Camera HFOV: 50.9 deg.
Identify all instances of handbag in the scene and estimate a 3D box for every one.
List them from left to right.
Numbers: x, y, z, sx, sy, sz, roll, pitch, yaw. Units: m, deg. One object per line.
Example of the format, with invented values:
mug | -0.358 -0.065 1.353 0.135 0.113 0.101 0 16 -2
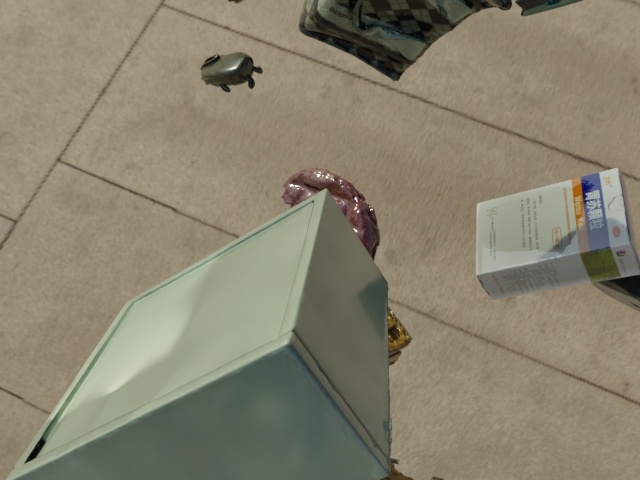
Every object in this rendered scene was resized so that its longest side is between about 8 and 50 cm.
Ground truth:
handbag | -0.147 -0.266 1.055 0.111 0.047 0.072 5 57 35
handbag | 0.182 -0.520 1.445 0.316 0.416 0.180 26 67 -21

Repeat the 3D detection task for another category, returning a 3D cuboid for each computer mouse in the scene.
computer mouse | 0.649 0.085 1.424 0.090 0.167 0.379 -56 33 1

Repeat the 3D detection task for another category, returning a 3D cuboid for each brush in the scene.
brush | 0.307 -0.322 0.868 0.032 0.193 0.043 41 90 -15

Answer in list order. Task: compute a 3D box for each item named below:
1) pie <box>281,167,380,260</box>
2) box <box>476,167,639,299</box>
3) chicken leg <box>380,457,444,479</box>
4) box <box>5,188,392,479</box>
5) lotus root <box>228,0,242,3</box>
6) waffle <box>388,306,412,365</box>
pie | 0.000 0.000 1.062 0.204 0.054 0.219 39 115 31
box | 0.474 -0.009 1.373 0.299 0.106 0.200 -15 45 29
chicken leg | 0.094 0.267 0.660 0.207 0.101 0.085 8 112 -1
box | -0.066 0.099 0.510 0.224 0.225 0.117 -28 110 18
lotus root | -0.014 -0.314 0.528 0.182 0.310 0.183 22 51 -30
waffle | 0.015 0.185 1.330 0.307 0.091 0.213 -14 59 -42
